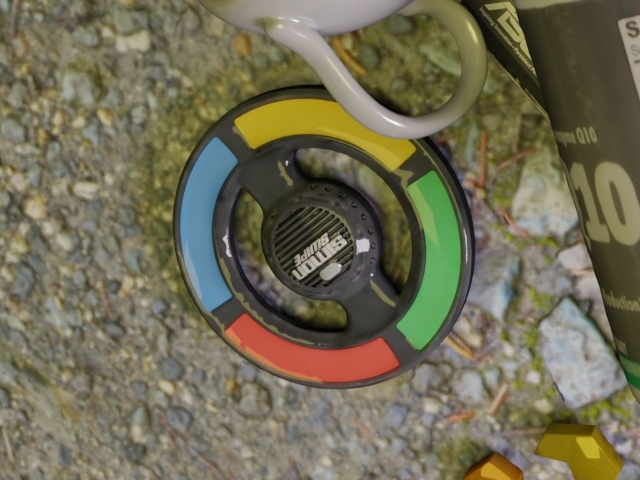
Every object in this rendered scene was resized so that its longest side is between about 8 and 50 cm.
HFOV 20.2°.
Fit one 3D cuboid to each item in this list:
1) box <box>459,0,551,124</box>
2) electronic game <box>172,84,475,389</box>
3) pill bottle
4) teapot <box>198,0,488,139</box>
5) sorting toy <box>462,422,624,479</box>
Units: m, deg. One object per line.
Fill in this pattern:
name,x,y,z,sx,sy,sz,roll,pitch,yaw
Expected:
box,0.329,-0.104,1.127,0.318,0.097,0.395,-41,91,27
electronic game,0.000,0.000,1.301,0.229,0.048,0.229,6,109,17
pill bottle,0.225,-0.097,1.001,0.204,0.204,0.361,-14,100,23
teapot,0.029,-0.233,1.102,0.187,0.252,0.256,4,123,-28
sorting toy,0.258,0.247,1.301,0.229,0.041,0.307,-38,92,30
